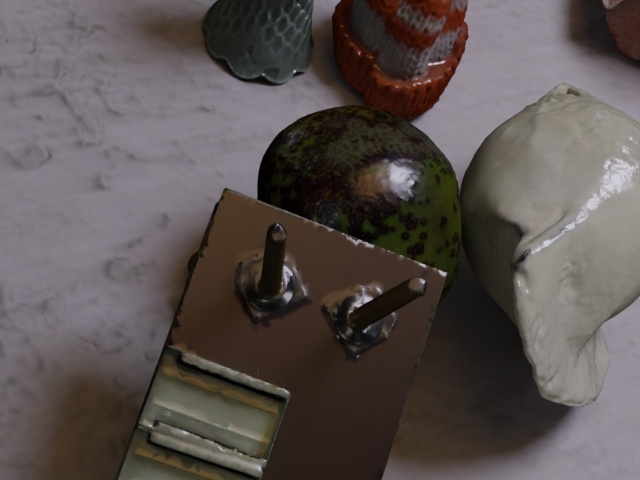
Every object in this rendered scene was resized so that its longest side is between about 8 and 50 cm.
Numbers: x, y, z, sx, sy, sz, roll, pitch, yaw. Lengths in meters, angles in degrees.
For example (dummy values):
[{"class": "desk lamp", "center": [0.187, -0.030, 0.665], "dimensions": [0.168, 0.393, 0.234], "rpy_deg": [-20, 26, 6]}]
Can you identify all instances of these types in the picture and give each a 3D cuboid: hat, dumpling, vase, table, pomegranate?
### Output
[{"class": "hat", "center": [0.067, -0.172, 0.863], "dimensions": [0.094, 0.162, 0.112], "rpy_deg": [24, 47, 0]}, {"class": "dumpling", "center": [0.148, 0.002, 0.787], "dimensions": [0.126, 0.166, 0.216], "rpy_deg": [-18, 31, -3]}, {"class": "vase", "center": [-0.020, -0.178, 0.840], "dimensions": [0.081, 0.148, 0.081], "rpy_deg": [11, 53, -15]}, {"class": "table", "center": [-0.027, 0.103, 0.606], "dimensions": [0.122, 0.111, 0.240], "rpy_deg": [20, 78, -7]}, {"class": "pomegranate", "center": [0.005, -0.008, 0.756], "dimensions": [0.163, 0.138, 0.125], "rpy_deg": [-5, 41, 27]}]

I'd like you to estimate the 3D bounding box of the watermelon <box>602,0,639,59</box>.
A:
[{"class": "watermelon", "center": [0.291, -0.250, 0.998], "dimensions": [0.226, 0.148, 0.318], "rpy_deg": [-34, 49, 2]}]
